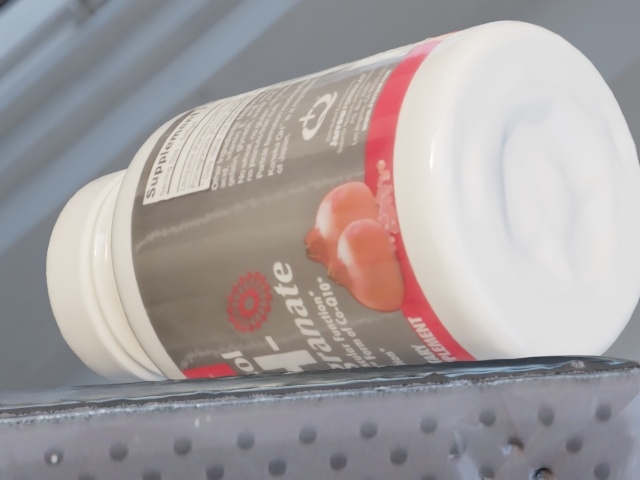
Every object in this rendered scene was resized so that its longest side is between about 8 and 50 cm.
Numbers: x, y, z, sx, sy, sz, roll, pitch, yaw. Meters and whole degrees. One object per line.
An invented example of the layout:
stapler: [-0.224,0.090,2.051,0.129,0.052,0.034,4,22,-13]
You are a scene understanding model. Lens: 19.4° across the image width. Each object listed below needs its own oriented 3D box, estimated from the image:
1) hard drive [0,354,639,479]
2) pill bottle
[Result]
hard drive: [-0.013,0.147,0.392,0.054,0.172,0.255,-137,-135,-72]
pill bottle: [0.000,0.000,1.007,0.176,0.318,0.176,12,73,-44]
